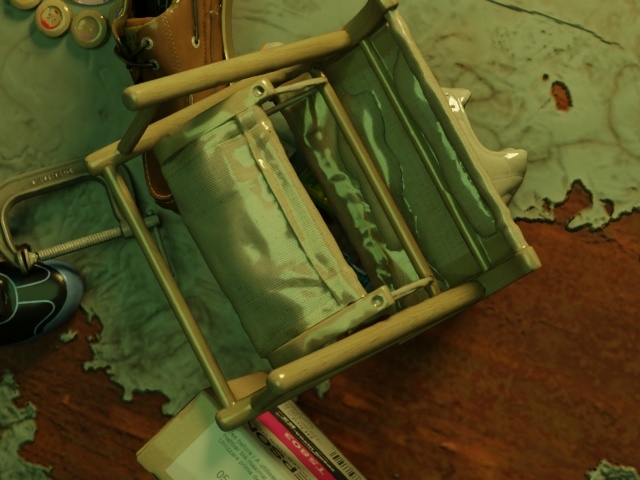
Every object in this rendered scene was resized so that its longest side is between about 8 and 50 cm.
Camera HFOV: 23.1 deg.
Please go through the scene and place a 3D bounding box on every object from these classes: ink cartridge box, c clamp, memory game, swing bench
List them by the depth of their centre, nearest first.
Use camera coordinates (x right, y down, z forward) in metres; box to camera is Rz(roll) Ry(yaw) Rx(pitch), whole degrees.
[{"bbox_3d":[-0.008,-0.026,1.234,0.255,0.165,0.253,-24,83,-25],"label":"swing bench"},{"bbox_3d":[-0.023,0.226,1.331,0.088,0.193,0.234,-45,82,8],"label":"ink cartridge box"},{"bbox_3d":[-0.226,-0.014,1.438,0.161,0.022,0.137,-12,71,-3],"label":"c clamp"},{"bbox_3d":[-0.216,-0.272,1.467,0.186,0.012,0.186,0,90,11],"label":"memory game"}]

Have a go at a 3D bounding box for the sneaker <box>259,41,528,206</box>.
[{"bbox_3d":[0.065,-0.105,1.375,0.262,0.099,0.121,38,89,2],"label":"sneaker"}]

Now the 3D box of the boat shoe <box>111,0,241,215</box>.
[{"bbox_3d":[-0.138,-0.176,1.385,0.111,0.104,0.307,-3,84,44],"label":"boat shoe"}]

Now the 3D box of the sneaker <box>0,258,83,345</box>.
[{"bbox_3d":[-0.339,0.066,1.450,0.232,0.090,0.081,-13,86,12],"label":"sneaker"}]

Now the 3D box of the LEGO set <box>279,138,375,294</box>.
[{"bbox_3d":[0.000,0.000,1.388,0.227,0.093,0.087,35,68,17],"label":"LEGO set"}]
